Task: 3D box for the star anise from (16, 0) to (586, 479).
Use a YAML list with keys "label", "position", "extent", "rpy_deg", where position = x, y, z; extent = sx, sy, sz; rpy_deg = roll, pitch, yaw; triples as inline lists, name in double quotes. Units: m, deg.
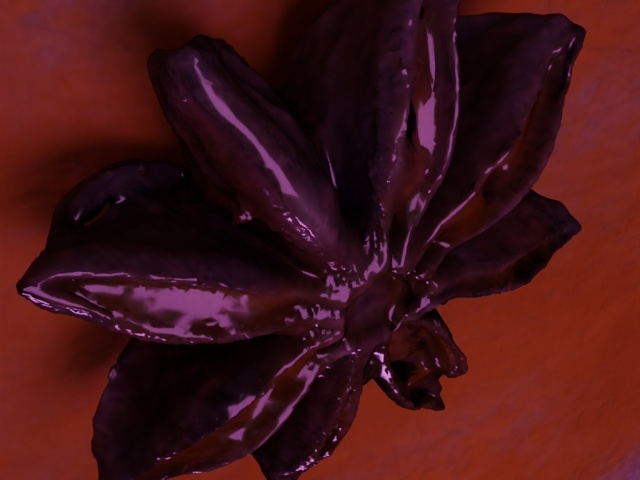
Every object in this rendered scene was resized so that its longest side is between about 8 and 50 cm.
- label: "star anise"
  position: [0.002, -0.001, 0.568]
  extent: [0.331, 0.117, 0.332]
  rpy_deg: [-26, 142, -23]
